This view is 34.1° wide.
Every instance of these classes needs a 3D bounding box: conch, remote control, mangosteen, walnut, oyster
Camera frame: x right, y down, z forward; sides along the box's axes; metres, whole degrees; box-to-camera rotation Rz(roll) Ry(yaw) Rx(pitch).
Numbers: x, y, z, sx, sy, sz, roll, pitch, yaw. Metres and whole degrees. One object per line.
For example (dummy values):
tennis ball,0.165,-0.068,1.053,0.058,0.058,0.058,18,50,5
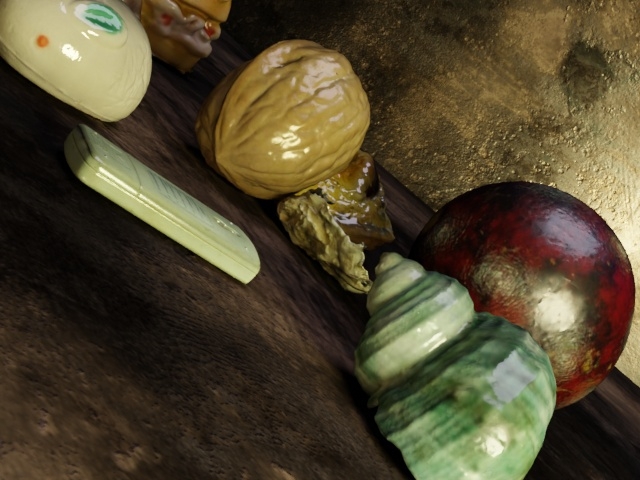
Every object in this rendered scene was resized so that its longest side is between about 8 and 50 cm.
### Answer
conch,0.125,0.135,1.046,0.220,0.195,0.277,-8,69,-39
remote control,-0.160,-0.036,1.072,0.233,0.038,0.098,34,12,-35
mangosteen,0.277,0.060,1.388,0.306,0.306,0.359,43,45,16
walnut,-0.053,-0.170,1.483,0.225,0.225,0.261,43,51,17
oyster,0.002,-0.001,1.431,0.209,0.072,0.133,59,-12,24

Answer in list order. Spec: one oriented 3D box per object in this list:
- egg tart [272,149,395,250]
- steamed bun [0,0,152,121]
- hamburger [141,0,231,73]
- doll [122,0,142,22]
egg tart,0.008,-0.102,1.672,0.297,0.132,0.297,25,20,-10
steamed bun,-0.286,-0.240,1.240,0.177,0.131,0.228,45,9,23
hamburger,-0.289,-0.485,2.005,0.276,0.237,0.276,36,13,-9
doll,-0.355,-0.377,1.390,0.339,0.317,0.209,6,71,-56
